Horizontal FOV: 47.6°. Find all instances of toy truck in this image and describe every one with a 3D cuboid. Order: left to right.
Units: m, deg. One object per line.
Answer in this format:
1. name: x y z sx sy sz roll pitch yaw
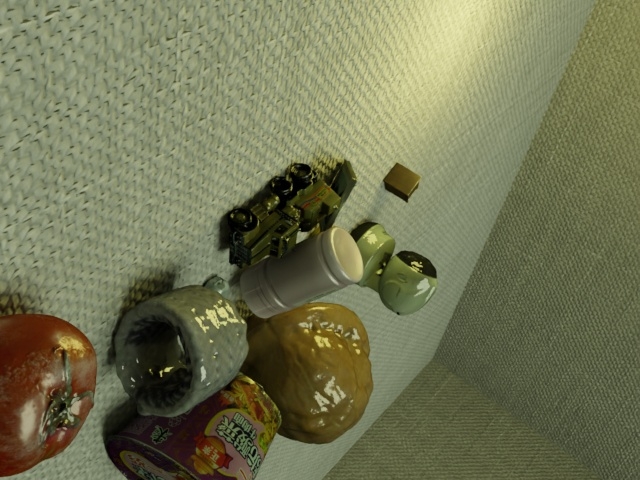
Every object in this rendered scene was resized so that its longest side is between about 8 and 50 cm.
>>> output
1. toy truck: -0.081 -0.039 1.503 0.257 0.127 0.127 -37 153 -33

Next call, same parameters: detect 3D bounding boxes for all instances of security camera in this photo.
1. security camera: 0.199 0.088 2.074 0.191 0.277 0.197 -58 158 9

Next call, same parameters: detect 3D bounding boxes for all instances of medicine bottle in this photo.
1. medicine bottle: -0.042 0.073 1.579 0.250 0.133 0.133 -25 171 25

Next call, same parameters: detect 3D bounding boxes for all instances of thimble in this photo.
1. thimble: -0.258 0.205 1.352 0.157 0.217 0.245 -20 146 -55

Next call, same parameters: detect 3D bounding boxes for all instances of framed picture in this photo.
1. framed picture: 0.035 -0.100 1.664 0.150 0.015 0.203 -61 -169 15

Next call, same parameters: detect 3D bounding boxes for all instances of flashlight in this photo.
1. flashlight: -0.233 0.160 1.573 0.093 0.048 0.200 -33 150 -44

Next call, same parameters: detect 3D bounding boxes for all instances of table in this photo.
1. table: 0.233 -0.158 2.056 0.070 0.083 0.082 -53 163 -13

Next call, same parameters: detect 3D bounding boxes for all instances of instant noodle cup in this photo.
1. instant noodle cup: -0.259 0.444 1.606 0.266 0.340 0.339 -53 161 -38

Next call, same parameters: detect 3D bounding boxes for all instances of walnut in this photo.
1. walnut: -0.040 0.317 1.785 0.383 0.384 0.383 -45 157 -26

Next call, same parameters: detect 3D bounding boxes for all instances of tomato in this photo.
1. tomato: -0.430 0.207 1.029 0.232 0.189 0.231 19 90 -76

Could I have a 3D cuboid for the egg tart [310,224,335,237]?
1. egg tart: 0.000 0.000 1.846 0.105 0.039 0.105 -45 157 -26
